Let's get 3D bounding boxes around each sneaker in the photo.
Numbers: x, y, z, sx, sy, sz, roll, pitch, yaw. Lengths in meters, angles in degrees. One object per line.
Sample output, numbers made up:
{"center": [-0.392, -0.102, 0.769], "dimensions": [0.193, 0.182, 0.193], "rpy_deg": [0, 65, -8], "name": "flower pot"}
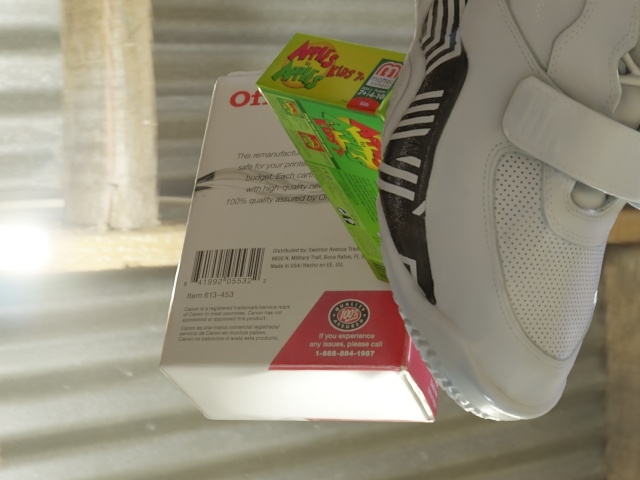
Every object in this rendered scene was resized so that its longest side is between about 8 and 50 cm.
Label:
{"center": [0.151, -0.090, 0.609], "dimensions": [0.137, 0.210, 0.366], "rpy_deg": [11, -96, -42], "name": "sneaker"}

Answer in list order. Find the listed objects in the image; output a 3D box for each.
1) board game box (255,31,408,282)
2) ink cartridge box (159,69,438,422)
{"center": [0.045, -0.034, 0.741], "dimensions": [0.043, 0.092, 0.181], "rpy_deg": [-54, -43, -20], "name": "board game box"}
{"center": [0.000, 0.000, 0.913], "dimensions": [0.100, 0.172, 0.237], "rpy_deg": [60, -146, -56], "name": "ink cartridge box"}
